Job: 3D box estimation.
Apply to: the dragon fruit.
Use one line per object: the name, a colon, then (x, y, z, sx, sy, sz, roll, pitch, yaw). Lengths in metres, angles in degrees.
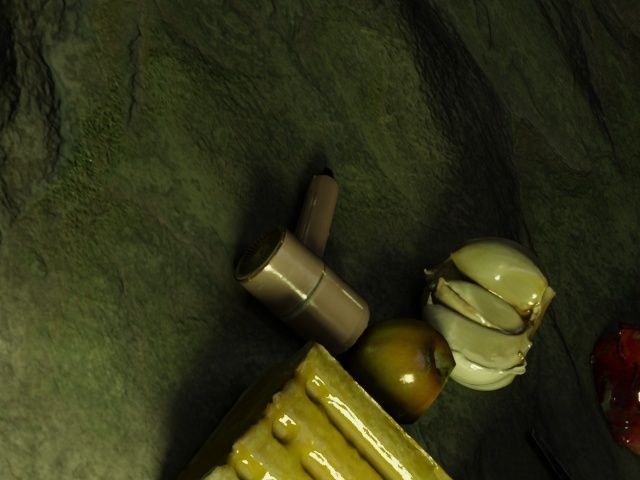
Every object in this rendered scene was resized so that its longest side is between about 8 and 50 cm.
dragon fruit: (0.589, 0.251, 2.309, 0.126, 0.161, 0.274, 8, 62, -46)

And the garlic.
garlic: (0.245, 0.110, 2.043, 0.203, 0.184, 0.281, 27, 64, 2)

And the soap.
soap: (0.004, 0.340, 1.616, 0.335, 0.156, 0.293, 46, 52, -10)

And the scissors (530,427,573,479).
scissors: (0.437, 0.440, 2.136, 0.317, 0.024, 0.160, 55, 41, -4)

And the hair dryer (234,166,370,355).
hair dryer: (0.000, 0.000, 1.916, 0.189, 0.107, 0.344, 41, 36, -20)

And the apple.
apple: (0.121, 0.190, 1.868, 0.163, 0.147, 0.146, 44, 42, -20)
